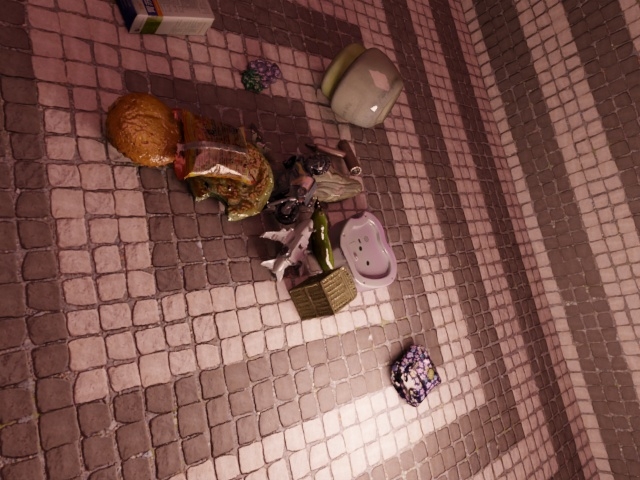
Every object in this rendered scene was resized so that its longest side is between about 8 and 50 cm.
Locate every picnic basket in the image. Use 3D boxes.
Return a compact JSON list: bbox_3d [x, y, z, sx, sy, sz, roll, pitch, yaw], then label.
[{"bbox_3d":[0.014,0.188,1.619,0.154,0.196,0.134,-27,92,-42],"label":"picnic basket"}]

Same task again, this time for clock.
[{"bbox_3d":[0.177,0.051,1.861,0.338,0.102,0.338,14,67,-36],"label":"clock"}]

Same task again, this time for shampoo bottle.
[{"bbox_3d":[0.186,-0.666,1.955,0.317,0.322,0.322,42,50,6],"label":"shampoo bottle"}]

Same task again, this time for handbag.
[{"bbox_3d":[0.389,0.559,1.848,0.208,0.127,0.228,-37,108,-41],"label":"handbag"}]

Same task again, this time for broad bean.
[{"bbox_3d":[0.000,0.000,1.711,0.061,0.077,0.339,-75,158,-66],"label":"broad bean"}]

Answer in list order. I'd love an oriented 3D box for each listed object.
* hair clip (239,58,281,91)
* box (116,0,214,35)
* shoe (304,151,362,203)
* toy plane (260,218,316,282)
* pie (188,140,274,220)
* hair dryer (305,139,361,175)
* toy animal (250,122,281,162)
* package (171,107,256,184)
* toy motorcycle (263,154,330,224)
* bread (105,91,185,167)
[{"bbox_3d":[-0.245,-0.664,1.803,0.124,0.052,0.195,47,59,-5],"label":"hair clip"},{"bbox_3d":[-0.548,-0.838,1.567,0.299,0.106,0.200,-22,89,-40],"label":"box"},{"bbox_3d":[0.023,-0.260,1.819,0.342,0.132,0.210,-10,84,-37],"label":"shoe"},{"bbox_3d":[-0.097,0.025,1.604,0.255,0.101,0.251,-52,131,-16],"label":"toy plane"},{"bbox_3d":[-0.299,-0.213,1.548,0.303,0.067,0.302,5,77,-22],"label":"pie"},{"bbox_3d":[0.051,-0.366,1.895,0.220,0.053,0.195,6,45,-29],"label":"hair dryer"},{"bbox_3d":[-0.206,-0.332,1.680,0.155,0.095,0.219,21,65,-21],"label":"toy animal"},{"bbox_3d":[-0.330,-0.298,1.436,0.288,0.108,0.223,0,78,-47],"label":"package"},{"bbox_3d":[-0.097,-0.205,1.651,0.173,0.108,0.307,30,79,16],"label":"toy motorcycle"},{"bbox_3d":[-0.538,-0.331,1.381,0.240,0.139,0.240,13,68,-36],"label":"bread"}]
